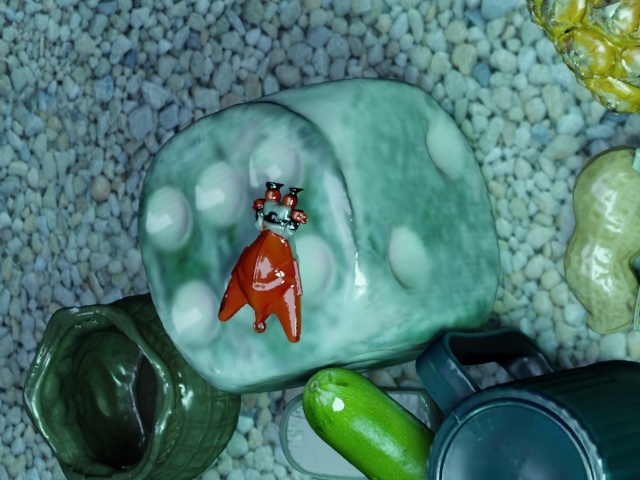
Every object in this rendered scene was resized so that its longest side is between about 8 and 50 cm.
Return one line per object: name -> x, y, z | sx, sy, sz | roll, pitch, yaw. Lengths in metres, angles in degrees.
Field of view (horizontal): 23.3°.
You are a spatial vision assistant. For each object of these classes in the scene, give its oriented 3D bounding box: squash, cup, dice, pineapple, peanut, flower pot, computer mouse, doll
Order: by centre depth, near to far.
pineapple -> 0.394, -0.299, 1.672 | 0.300, 0.352, 0.352 | -44, 66, 37
doll -> -0.056, 0.021, 1.725 | 0.109, 0.057, 0.169 | 15, 104, 30
cup -> 0.276, 0.234, 1.757 | 0.242, 0.292, 0.307 | -16, 82, 34
peanut -> 0.341, 0.000, 1.832 | 0.104, 0.085, 0.227 | 9, 102, 9
squash -> 0.102, 0.264, 1.866 | 0.101, 0.379, 0.101 | -29, 38, 25
dice -> 0.000, 0.000, 1.919 | 0.328, 0.348, 0.330 | -20, 77, 35
computer mouse -> 0.054, 0.254, 2.046 | 0.231, 0.079, 0.127 | 1, 93, 19
flower pot -> -0.266, 0.221, 2.181 | 0.302, 0.213, 0.301 | -1, 89, 34

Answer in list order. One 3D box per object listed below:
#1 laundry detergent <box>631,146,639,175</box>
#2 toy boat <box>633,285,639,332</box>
laundry detergent -> 0.484, -0.046, 1.704 | 0.290, 0.143, 0.094 | 28, 118, 31
toy boat -> 0.400, 0.040, 1.762 | 0.084, 0.066, 0.210 | 25, 139, 36
